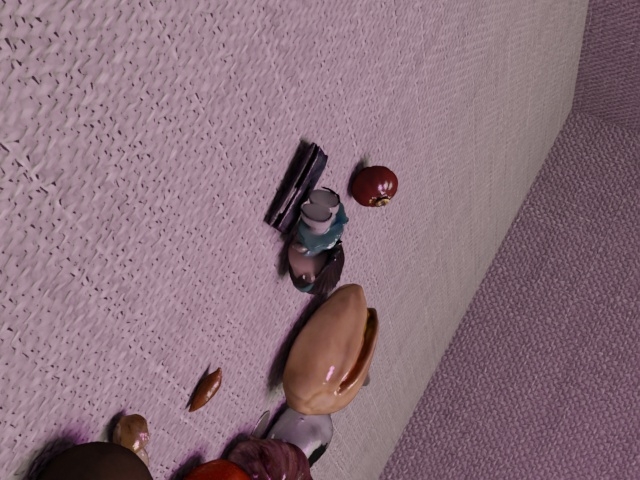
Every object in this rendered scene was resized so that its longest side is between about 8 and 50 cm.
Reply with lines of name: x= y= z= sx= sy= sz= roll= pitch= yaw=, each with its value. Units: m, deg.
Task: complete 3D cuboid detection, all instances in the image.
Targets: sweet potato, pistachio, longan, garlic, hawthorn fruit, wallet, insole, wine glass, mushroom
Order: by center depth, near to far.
longan: x=-0.315 y=0.369 z=1.265 sx=0.189 sy=0.189 sz=0.189 roll=-52 pitch=156 yaw=-34
mushroom: x=-0.294 y=0.341 z=1.444 sx=0.059 sy=0.054 sz=0.202 roll=-45 pitch=158 yaw=-34
sweet potato: x=-0.202 y=0.265 z=1.614 sx=0.095 sy=0.034 sz=0.034 roll=-52 pitch=158 yaw=-8
wallet: x=-0.038 y=-0.090 z=1.623 sx=0.166 sy=0.030 sz=0.111 roll=-62 pitch=170 yaw=-1
hawthorn fruit: x=-0.209 y=0.496 z=1.706 sx=0.179 sy=0.173 sz=0.174 roll=-16 pitch=132 yaw=-32
garlic: x=-0.116 y=0.529 z=1.884 sx=0.244 sy=0.160 sz=0.245 roll=-10 pitch=110 yaw=-28
pistachio: x=0.021 y=0.242 z=1.982 sx=0.187 sy=0.187 sz=0.299 roll=84 pitch=30 yaw=-55
insole: x=-0.162 y=0.480 z=2.006 sx=0.232 sy=0.003 sz=0.080 roll=-67 pitch=160 yaw=3
wine glass: x=-0.012 y=0.399 z=2.112 sx=0.321 sy=0.143 sz=0.143 roll=-53 pitch=157 yaw=-29

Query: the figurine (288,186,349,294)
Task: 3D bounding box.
figurine: x=0.000 y=0.000 z=1.691 sx=0.245 sy=0.110 sz=0.138 roll=98 pitch=17 yaw=-54

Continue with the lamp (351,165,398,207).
lamp: x=0.113 y=-0.112 z=1.900 sx=0.101 sy=0.090 sz=0.101 roll=-17 pitch=152 yaw=-9
